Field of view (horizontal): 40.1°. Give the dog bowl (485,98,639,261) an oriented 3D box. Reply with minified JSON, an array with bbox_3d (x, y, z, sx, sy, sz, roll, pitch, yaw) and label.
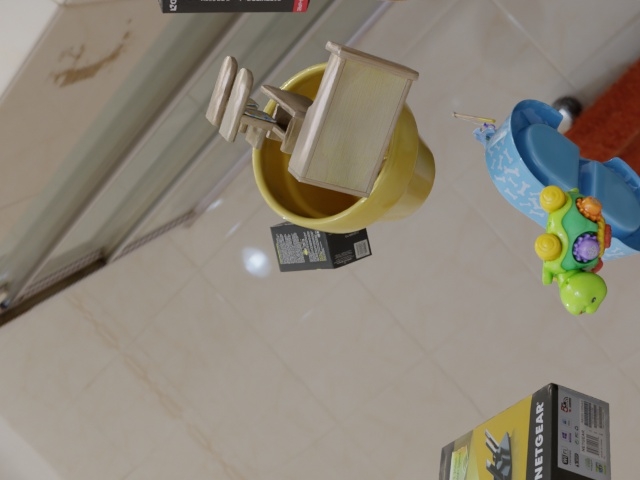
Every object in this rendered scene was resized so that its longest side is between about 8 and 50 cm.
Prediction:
[{"bbox_3d":[0.360,-0.076,1.264,0.297,0.074,0.166,32,-131,-18],"label":"dog bowl"}]

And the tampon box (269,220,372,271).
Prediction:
[{"bbox_3d":[0.000,0.000,1.777,0.120,0.161,0.101,-19,-81,-42],"label":"tampon box"}]

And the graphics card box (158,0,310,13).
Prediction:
[{"bbox_3d":[-0.229,-0.660,2.177,0.371,0.094,0.232,-5,-133,-19],"label":"graphics card box"}]

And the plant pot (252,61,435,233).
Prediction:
[{"bbox_3d":[0.060,-0.129,1.395,0.239,0.254,0.254,14,-138,-58],"label":"plant pot"}]

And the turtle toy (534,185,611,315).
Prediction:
[{"bbox_3d":[0.249,0.009,0.858,0.095,0.066,0.130,41,-126,-62],"label":"turtle toy"}]

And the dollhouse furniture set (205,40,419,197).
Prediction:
[{"bbox_3d":[0.001,-0.178,1.119,0.212,0.161,0.242,12,-162,-27],"label":"dollhouse furniture set"}]

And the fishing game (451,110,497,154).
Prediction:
[{"bbox_3d":[0.380,-0.162,1.746,0.264,0.041,0.189,38,175,-34],"label":"fishing game"}]

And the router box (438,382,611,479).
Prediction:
[{"bbox_3d":[0.210,0.342,0.951,0.081,0.243,0.309,21,-127,-13],"label":"router box"}]
